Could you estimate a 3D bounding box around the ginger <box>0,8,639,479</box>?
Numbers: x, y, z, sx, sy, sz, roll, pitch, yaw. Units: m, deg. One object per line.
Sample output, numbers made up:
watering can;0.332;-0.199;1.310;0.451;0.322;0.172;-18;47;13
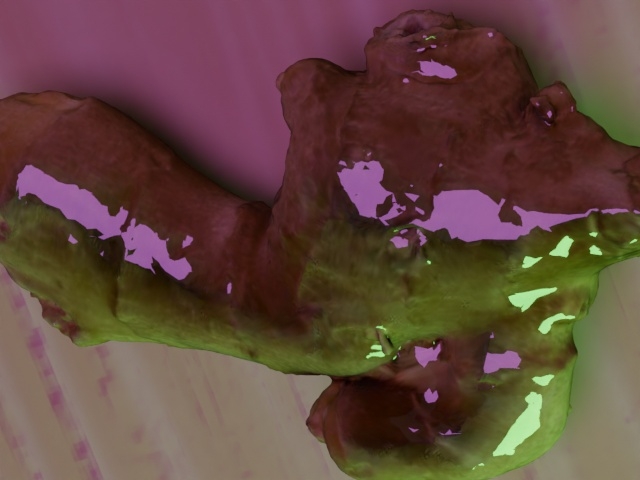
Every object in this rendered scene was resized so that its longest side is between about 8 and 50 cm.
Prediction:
ginger;-0.004;-0.010;0.510;0.214;0.059;0.133;25;120;15
